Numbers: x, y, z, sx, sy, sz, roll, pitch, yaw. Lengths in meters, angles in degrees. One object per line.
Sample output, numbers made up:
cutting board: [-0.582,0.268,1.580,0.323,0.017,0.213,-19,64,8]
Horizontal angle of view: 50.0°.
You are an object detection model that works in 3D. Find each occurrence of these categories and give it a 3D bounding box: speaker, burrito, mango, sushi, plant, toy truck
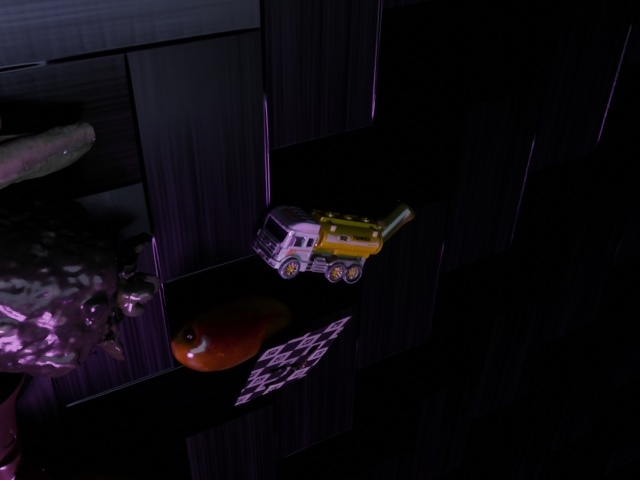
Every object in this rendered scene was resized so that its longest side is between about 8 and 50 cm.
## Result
speaker: [-0.462,0.290,1.022,0.259,0.198,0.329,0,132,2]
burrito: [-0.389,-0.094,0.838,0.226,0.087,0.060,-35,102,-47]
mango: [-0.154,0.160,1.196,0.268,0.111,0.133,-8,125,-49]
sushi: [-0.068,0.219,1.316,0.193,0.043,0.279,-18,155,-28]
plant: [-0.351,0.066,0.928,0.312,0.213,0.215,17,109,-39]
toy truck: [0.000,0.000,1.200,0.227,0.098,0.114,6,114,-40]

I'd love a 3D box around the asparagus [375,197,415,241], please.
asparagus: [0.104,-0.006,1.303,0.178,0.041,0.045,-44,142,3]

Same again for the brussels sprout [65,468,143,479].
brussels sprout: [-0.417,0.544,1.170,0.344,0.268,0.344,-34,174,-4]
